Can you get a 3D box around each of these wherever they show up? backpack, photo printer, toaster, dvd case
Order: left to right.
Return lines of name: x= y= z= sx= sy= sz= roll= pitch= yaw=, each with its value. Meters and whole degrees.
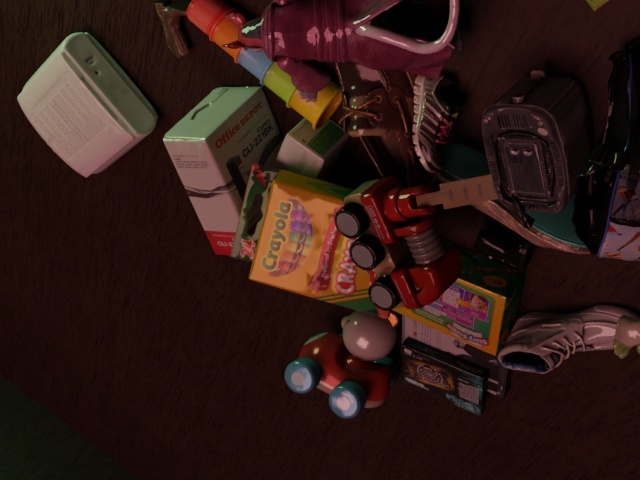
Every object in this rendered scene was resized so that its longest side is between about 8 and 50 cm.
photo printer: x=-0.512 y=-0.278 z=2.243 sx=0.256 sy=0.107 sz=0.307 roll=50 pitch=142 yaw=-10
dvd case: x=0.274 y=0.209 z=2.106 sx=0.239 sy=0.029 sz=0.179 roll=22 pitch=139 yaw=24
toaster: x=0.341 y=-0.146 z=1.604 sx=0.129 sy=0.146 sz=0.227 roll=7 pitch=130 yaw=37
backpack: x=0.470 y=-0.098 z=1.474 sx=0.213 sy=0.276 sz=0.263 roll=17 pitch=141 yaw=9

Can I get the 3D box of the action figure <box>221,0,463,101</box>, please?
action figure: x=0.029 y=-0.306 z=1.571 sx=0.370 sy=0.275 sz=0.248 roll=-5 pitch=112 yaw=7

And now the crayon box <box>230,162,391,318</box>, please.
crayon box: x=0.000 y=0.000 z=1.892 sx=0.319 sy=0.081 sz=0.202 roll=15 pitch=111 yaw=3

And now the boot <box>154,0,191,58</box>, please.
boot: x=-0.262 y=-0.396 z=1.970 sx=0.106 sy=0.037 sz=0.114 roll=23 pitch=137 yaw=42

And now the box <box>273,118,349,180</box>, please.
box: x=-0.016 y=-0.167 z=1.929 sx=0.087 sy=0.101 sz=0.102 roll=36 pitch=140 yaw=8

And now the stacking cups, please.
stacking cups: x=-0.104 y=-0.327 z=1.853 sx=0.316 sy=0.096 sz=0.096 roll=38 pitch=142 yaw=5

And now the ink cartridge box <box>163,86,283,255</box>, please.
ink cartridge box: x=-0.159 y=-0.134 z=2.005 sx=0.114 sy=0.197 sz=0.273 roll=3 pitch=129 yaw=37

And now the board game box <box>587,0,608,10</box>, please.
board game box: x=0.410 y=-0.394 z=1.386 sx=0.092 sy=0.043 sz=0.181 roll=49 pitch=142 yaw=-8

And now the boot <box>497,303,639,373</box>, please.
boot: x=0.443 y=0.189 z=1.861 sx=0.258 sy=0.123 sz=0.095 roll=-10 pitch=120 yaw=46

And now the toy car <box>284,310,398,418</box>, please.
toy car: x=0.074 y=0.211 z=2.188 sx=0.210 sy=0.219 sz=0.238 roll=26 pitch=111 yaw=20

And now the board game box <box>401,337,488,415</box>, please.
board game box: x=0.254 y=0.281 z=2.148 sx=0.186 sy=0.026 sz=0.126 roll=21 pitch=140 yaw=24

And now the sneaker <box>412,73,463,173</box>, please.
sneaker: x=0.196 y=-0.196 z=1.706 sx=0.075 sy=0.063 sz=0.170 roll=-4 pitch=85 yaw=32

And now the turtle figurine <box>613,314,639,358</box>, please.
turtle figurine: x=0.621 y=0.204 z=1.667 sx=0.266 sy=0.198 sz=0.274 roll=6 pitch=126 yaw=42

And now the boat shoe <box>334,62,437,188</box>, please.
boat shoe: x=0.097 y=-0.215 z=1.765 sx=0.123 sy=0.123 sz=0.342 roll=-1 pitch=126 yaw=41

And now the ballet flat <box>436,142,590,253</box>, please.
ballet flat: x=0.332 y=-0.063 z=1.751 sx=0.316 sy=0.107 sz=0.106 roll=34 pitch=162 yaw=18

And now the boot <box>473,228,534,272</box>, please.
boot: x=0.321 y=0.010 z=1.830 sx=0.099 sy=0.045 sz=0.121 roll=29 pitch=167 yaw=15

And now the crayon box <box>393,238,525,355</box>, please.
crayon box: x=0.236 y=0.089 z=1.977 sx=0.278 sy=0.081 sz=0.165 roll=23 pitch=139 yaw=22

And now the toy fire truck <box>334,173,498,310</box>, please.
toy fire truck: x=0.184 y=-0.014 z=1.715 sx=0.246 sy=0.158 sz=0.217 roll=-10 pitch=111 yaw=46
